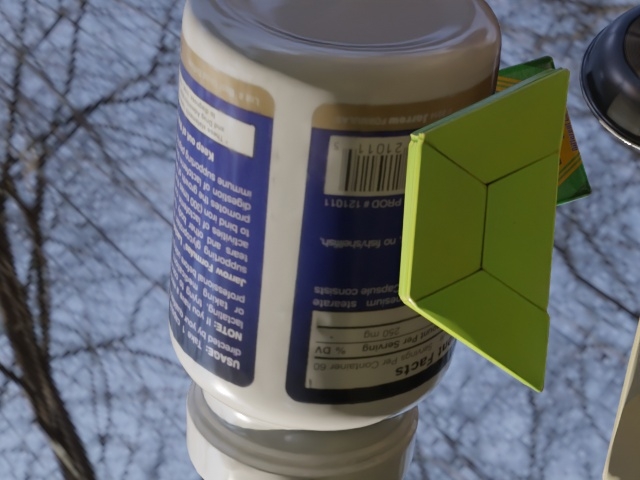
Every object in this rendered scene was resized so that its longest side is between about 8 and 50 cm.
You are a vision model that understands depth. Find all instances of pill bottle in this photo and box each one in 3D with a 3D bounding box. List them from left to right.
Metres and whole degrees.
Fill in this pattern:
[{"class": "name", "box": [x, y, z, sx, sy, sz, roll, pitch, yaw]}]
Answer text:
[{"class": "pill bottle", "box": [0.000, 0.000, 0.839, 0.153, 0.153, 0.264, -13, -55, -30]}]

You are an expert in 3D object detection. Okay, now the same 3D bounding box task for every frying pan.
[{"class": "frying pan", "box": [0.342, -0.099, 1.364, 0.197, 0.326, 0.053, -16, -40, -12]}]

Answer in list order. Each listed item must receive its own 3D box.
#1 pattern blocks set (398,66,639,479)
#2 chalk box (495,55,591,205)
[{"class": "pattern blocks set", "box": [0.164, 0.004, 0.460, 0.285, 0.026, 0.324, -3, -86, -6]}, {"class": "chalk box", "box": [0.113, -0.070, 1.491, 0.213, 0.132, 0.132, -18, -89, -6]}]
